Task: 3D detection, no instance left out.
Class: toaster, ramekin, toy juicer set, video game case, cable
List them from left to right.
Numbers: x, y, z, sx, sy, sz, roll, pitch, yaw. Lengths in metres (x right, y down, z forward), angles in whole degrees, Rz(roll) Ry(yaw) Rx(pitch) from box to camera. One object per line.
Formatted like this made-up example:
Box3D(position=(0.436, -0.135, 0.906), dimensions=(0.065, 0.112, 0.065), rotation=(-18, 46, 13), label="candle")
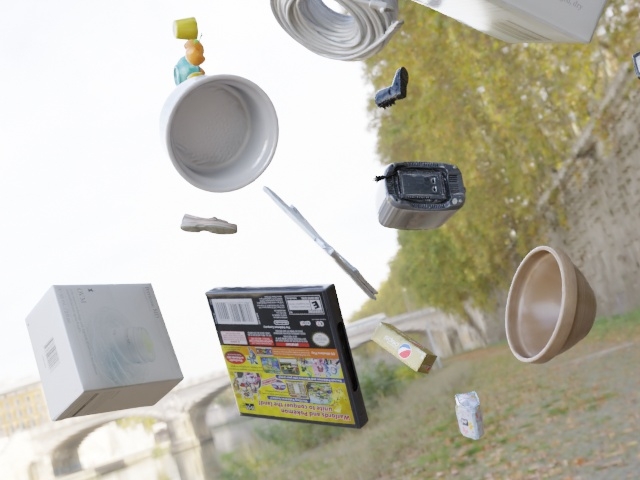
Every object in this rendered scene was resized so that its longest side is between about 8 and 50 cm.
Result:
Box3D(position=(-0.363, -0.455, 2.174), dimensions=(0.089, 0.209, 0.329), rotation=(-9, -47, -24), label="toy juicer set")
Box3D(position=(-0.249, -0.261, 1.792), dimensions=(0.277, 0.277, 0.135), rotation=(-13, 23, -23), label="ramekin")
Box3D(position=(-0.063, 0.196, 1.306), dimensions=(0.275, 0.248, 0.035), rotation=(-4, 16, 37), label="video game case")
Box3D(position=(0.029, -0.467, 1.517), dimensions=(0.257, 0.089, 0.257), rotation=(27, -21, -10), label="cable")
Box3D(position=(0.218, -0.100, 1.771), dimensions=(0.227, 0.129, 0.146), rotation=(-1, -25, -12), label="toaster")

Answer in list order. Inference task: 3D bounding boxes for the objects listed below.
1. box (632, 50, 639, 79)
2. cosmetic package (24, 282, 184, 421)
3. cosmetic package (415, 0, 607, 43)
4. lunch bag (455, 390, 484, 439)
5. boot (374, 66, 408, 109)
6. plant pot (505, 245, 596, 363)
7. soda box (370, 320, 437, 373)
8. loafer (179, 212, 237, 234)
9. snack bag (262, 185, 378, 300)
Box3D(position=(0.724, -0.338, 1.378), dimensions=(0.183, 0.059, 0.233), rotation=(19, -31, -37), label="box")
Box3D(position=(-0.421, 0.211, 1.481), dimensions=(0.225, 0.224, 0.138), rotation=(2, -35, -48), label="cosmetic package")
Box3D(position=(0.384, -0.622, 1.456), dimensions=(0.327, 0.393, 0.329), rotation=(18, 9, -16), label="cosmetic package")
Box3D(position=(0.302, 0.354, 1.530), dimensions=(0.053, 0.071, 0.083), rotation=(-12, 11, 2), label="lunch bag")
Box3D(position=(0.214, -0.458, 2.281), dimensions=(0.099, 0.121, 0.045), rotation=(-17, -34, 42), label="boot")
Box3D(position=(0.474, 0.137, 1.520), dimensions=(0.110, 0.237, 0.237), rotation=(13, -18, -11), label="plant pot")
Box3D(position=(0.226, 0.291, 2.062), dimensions=(0.061, 0.181, 0.058), rotation=(20, -81, -49), label="soda box")
Box3D(position=(-0.238, -0.039, 1.624), dimensions=(0.125, 0.039, 0.045), rotation=(3, -25, 3), label="loafer")
Box3D(position=(0.000, 0.000, 2.037), dimensions=(0.037, 0.323, 0.342), rotation=(-45, -35, -1), label="snack bag")
